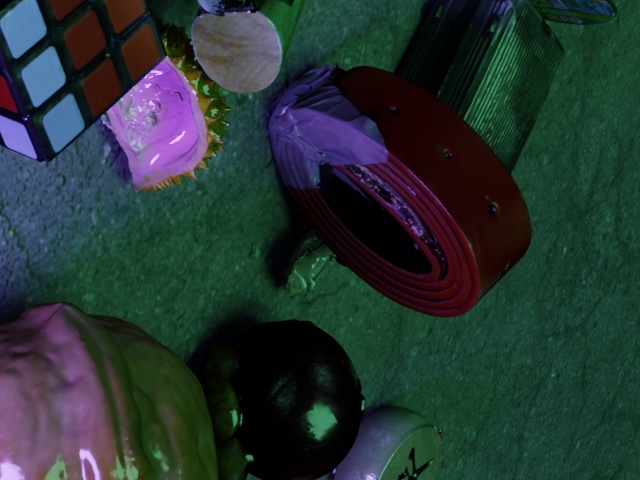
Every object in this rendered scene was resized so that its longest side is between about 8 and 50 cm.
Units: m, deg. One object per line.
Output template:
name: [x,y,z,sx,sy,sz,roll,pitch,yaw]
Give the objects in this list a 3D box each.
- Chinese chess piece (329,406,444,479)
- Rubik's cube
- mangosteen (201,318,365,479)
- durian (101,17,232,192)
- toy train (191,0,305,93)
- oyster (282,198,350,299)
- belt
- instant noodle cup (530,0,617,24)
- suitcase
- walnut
Chinese chess piece: [0.095,0.327,2.184,0.188,0.083,0.188,-36,137,-41]
Rubik's cube: [-0.254,-0.187,1.316,0.160,0.162,0.163,-48,143,-29]
mangosteen: [-0.049,0.189,1.809,0.210,0.210,0.210,-32,132,-42]
durian: [-0.159,-0.141,1.535,0.132,0.165,0.182,-22,99,-10]
toy train: [-0.048,-0.278,1.508,0.307,0.126,0.189,-75,149,-50]
oyster: [0.002,0.003,1.892,0.165,0.053,0.108,-48,150,-30]
belt: [0.081,-0.059,1.763,0.115,0.324,0.227,-39,165,-34]
instant noodle cup: [0.309,-0.419,1.973,0.207,0.207,0.232,27,79,-57]
suitcase: [0.185,-0.167,1.985,0.202,0.128,0.312,37,76,-56]
walnut: [-0.246,0.221,1.458,0.306,0.306,0.344,-19,116,-50]
